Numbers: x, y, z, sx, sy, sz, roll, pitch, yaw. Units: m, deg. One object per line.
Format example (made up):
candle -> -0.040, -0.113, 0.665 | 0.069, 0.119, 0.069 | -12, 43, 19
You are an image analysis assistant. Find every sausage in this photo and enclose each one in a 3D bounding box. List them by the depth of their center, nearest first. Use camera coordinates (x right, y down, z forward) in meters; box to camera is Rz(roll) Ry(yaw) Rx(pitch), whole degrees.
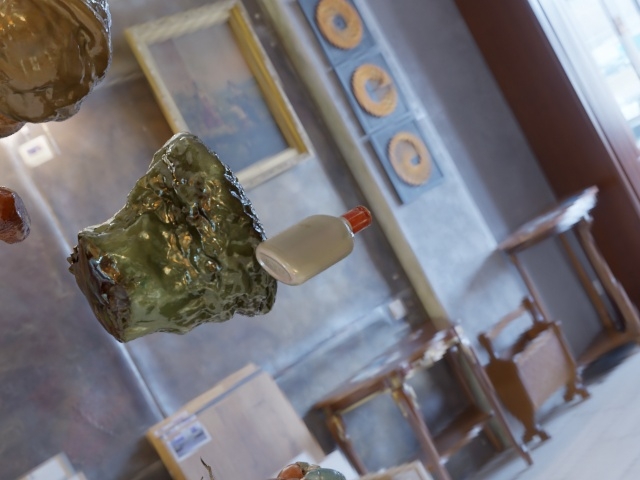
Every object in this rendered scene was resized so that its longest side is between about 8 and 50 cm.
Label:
sausage -> -0.570, -0.045, 1.641 | 0.089, 0.089, 0.179 | -29, -12, -8

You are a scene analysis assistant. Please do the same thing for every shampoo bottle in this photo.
shampoo bottle -> 0.000, 0.000, 1.526 | 0.221, 0.108, 0.051 | -30, -39, -38

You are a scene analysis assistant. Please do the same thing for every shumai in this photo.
shumai -> -0.274, 0.028, 1.628 | 0.323, 0.324, 0.397 | -31, -29, -18

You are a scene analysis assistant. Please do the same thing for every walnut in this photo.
walnut -> -0.467, -0.348, 1.456 | 0.285, 0.285, 0.296 | -26, 44, 52

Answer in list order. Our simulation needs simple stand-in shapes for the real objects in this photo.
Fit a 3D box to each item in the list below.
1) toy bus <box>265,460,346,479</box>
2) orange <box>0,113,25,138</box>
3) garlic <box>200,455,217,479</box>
toy bus -> -0.021, 0.513, 1.608 | 0.194, 0.232, 0.288 | 13, -13, -24
orange -> -0.766, -0.318, 2.052 | 0.240, 0.171, 0.240 | -1, -15, 0
garlic -> -0.367, 0.639, 2.091 | 0.340, 0.245, 0.231 | -33, 18, -6
